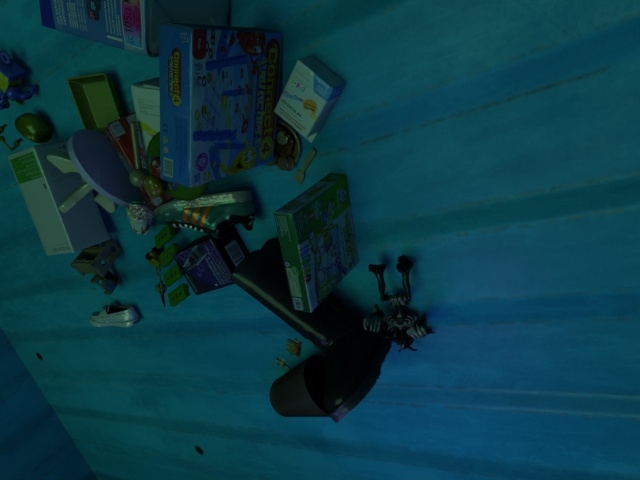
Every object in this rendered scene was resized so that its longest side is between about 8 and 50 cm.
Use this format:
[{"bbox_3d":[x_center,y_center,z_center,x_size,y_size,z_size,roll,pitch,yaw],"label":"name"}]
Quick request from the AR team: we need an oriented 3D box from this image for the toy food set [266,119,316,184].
[{"bbox_3d":[-0.108,-0.234,1.293,0.192,0.038,0.132,40,131,8],"label":"toy food set"}]

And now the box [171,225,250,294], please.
[{"bbox_3d":[-0.323,0.062,1.566,0.207,0.108,0.153,-20,104,39],"label":"box"}]

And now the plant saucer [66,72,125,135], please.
[{"bbox_3d":[-0.662,-0.407,1.561,0.188,0.045,0.188,5,119,31],"label":"plant saucer"}]

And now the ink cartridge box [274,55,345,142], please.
[{"bbox_3d":[-0.034,-0.312,1.182,0.104,0.061,0.181,41,132,8],"label":"ink cartridge box"}]

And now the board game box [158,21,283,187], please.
[{"bbox_3d":[-0.209,-0.299,1.119,0.086,0.302,0.308,18,117,24],"label":"board game box"}]

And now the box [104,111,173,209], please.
[{"bbox_3d":[-0.488,-0.229,1.471,0.257,0.128,0.122,61,157,-12],"label":"box"}]

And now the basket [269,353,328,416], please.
[{"bbox_3d":[-0.043,0.466,1.592,0.204,0.154,0.227,51,136,-7],"label":"basket"}]

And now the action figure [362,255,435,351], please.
[{"bbox_3d":[0.187,0.186,1.276,0.164,0.141,0.276,-5,112,23],"label":"action figure"}]

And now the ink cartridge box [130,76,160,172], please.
[{"bbox_3d":[-0.348,-0.297,1.329,0.168,0.171,0.233,14,124,26],"label":"ink cartridge box"}]

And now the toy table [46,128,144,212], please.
[{"bbox_3d":[-0.686,-0.195,1.585,0.160,0.252,0.274,-20,116,31],"label":"toy table"}]

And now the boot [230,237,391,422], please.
[{"bbox_3d":[-0.047,0.204,1.309,0.445,0.367,0.146,44,108,4],"label":"boot"}]

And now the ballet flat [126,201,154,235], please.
[{"bbox_3d":[-0.559,-0.061,1.615,0.091,0.077,0.241,7,170,-12],"label":"ballet flat"}]

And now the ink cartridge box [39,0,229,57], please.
[{"bbox_3d":[-0.443,-0.544,1.182,0.395,0.270,0.151,24,122,21],"label":"ink cartridge box"}]

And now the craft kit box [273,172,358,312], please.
[{"bbox_3d":[0.000,0.000,1.220,0.060,0.246,0.250,5,119,29],"label":"craft kit box"}]

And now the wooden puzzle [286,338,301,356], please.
[{"bbox_3d":[-0.086,0.340,1.637,0.049,0.006,0.083,25,127,20],"label":"wooden puzzle"}]

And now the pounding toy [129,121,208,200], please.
[{"bbox_3d":[-0.394,-0.171,1.246,0.236,0.110,0.183,18,125,21],"label":"pounding toy"}]

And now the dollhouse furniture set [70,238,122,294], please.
[{"bbox_3d":[-0.785,0.098,1.910,0.129,0.129,0.184,0,140,33],"label":"dollhouse furniture set"}]

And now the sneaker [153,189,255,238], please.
[{"bbox_3d":[-0.325,-0.060,1.435,0.302,0.108,0.121,-8,90,16],"label":"sneaker"}]

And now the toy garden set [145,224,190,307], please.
[{"bbox_3d":[-0.493,0.097,1.690,0.203,0.049,0.244,-32,69,43],"label":"toy garden set"}]

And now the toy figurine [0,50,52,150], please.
[{"bbox_3d":[-1.032,-0.498,1.672,0.362,0.191,0.217,44,127,3],"label":"toy figurine"}]

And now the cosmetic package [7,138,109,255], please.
[{"bbox_3d":[-0.897,-0.145,1.781,0.196,0.155,0.366,-7,104,36],"label":"cosmetic package"}]

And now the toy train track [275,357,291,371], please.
[{"bbox_3d":[-0.116,0.419,1.699,0.083,0.014,0.048,36,131,11],"label":"toy train track"}]

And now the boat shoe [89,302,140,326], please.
[{"bbox_3d":[-0.827,0.289,2.062,0.258,0.095,0.084,-4,110,24],"label":"boat shoe"}]
